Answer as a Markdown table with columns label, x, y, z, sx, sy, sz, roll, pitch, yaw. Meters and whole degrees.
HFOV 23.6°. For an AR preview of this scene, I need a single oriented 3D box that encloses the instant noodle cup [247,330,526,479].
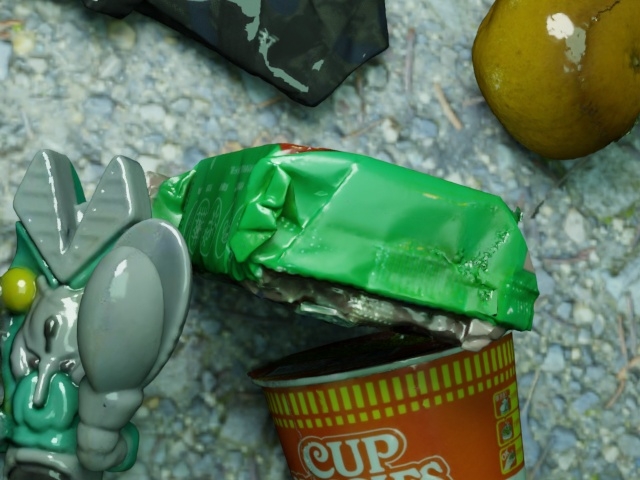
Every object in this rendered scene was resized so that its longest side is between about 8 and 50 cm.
| label | x | y | z | sx | sy | sz | roll | pitch | yaw |
| --- | --- | --- | --- | --- | --- | --- | --- | --- | --- |
| instant noodle cup | 0.064 | 0.171 | 1.030 | 0.193 | 0.193 | 0.212 | -14 | 93 | -20 |

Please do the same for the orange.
| label | x | y | z | sx | sy | sz | roll | pitch | yaw |
| --- | --- | --- | --- | --- | --- | --- | --- | --- | --- |
| orange | 0.186 | -0.140 | 1.151 | 0.156 | 0.134 | 0.156 | -25 | 125 | -41 |

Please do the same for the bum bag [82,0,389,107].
| label | x | y | z | sx | sy | sz | roll | pitch | yaw |
| --- | --- | --- | --- | --- | --- | --- | --- | --- | --- |
| bum bag | -0.088 | -0.198 | 1.098 | 0.310 | 0.074 | 0.137 | 23 | 64 | -13 |

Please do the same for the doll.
| label | x | y | z | sx | sy | sz | roll | pitch | yaw |
| --- | --- | --- | --- | --- | --- | --- | --- | --- | --- |
| doll | -0.157 | 0.066 | 0.978 | 0.195 | 0.153 | 0.258 | -21 | 81 | 7 |

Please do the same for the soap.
| label | x | y | z | sx | sy | sz | roll | pitch | yaw |
| --- | --- | --- | --- | --- | --- | --- | --- | --- | --- |
| soap | -0.001 | 0.003 | 0.988 | 0.218 | 0.273 | 0.098 | 14 | 87 | -14 |
